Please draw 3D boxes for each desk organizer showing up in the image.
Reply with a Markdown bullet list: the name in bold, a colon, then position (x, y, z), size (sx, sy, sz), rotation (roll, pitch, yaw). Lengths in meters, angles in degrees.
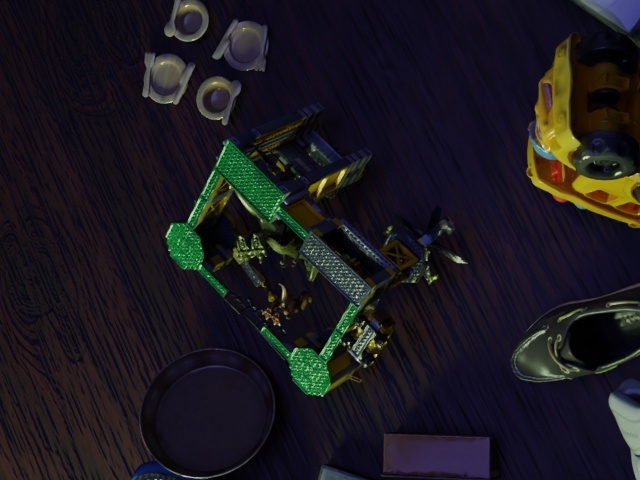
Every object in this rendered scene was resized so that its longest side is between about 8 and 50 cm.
- **desk organizer**: position (0.139, 0.248, 1.588), size (0.130, 0.047, 0.050), rotation (-1, 84, 21)

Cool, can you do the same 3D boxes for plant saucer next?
- **plant saucer**: position (-0.136, 0.213, 1.679), size (0.168, 0.029, 0.168), rotation (-4, 61, 7)

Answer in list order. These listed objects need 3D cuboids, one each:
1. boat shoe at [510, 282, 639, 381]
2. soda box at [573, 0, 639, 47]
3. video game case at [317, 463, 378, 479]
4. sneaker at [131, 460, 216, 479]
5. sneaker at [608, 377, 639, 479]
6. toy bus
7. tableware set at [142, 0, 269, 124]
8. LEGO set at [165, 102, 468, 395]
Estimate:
- **boat shoe**: position (0.287, 0.105, 1.489), size (0.228, 0.069, 0.081), rotation (-30, 88, 41)
- **soda box**: position (0.267, -0.336, 1.548), size (0.286, 0.098, 0.091), rotation (39, 101, 18)
- **video game case**: position (0.103, 0.395, 1.605), size (0.274, 0.026, 0.196), rotation (15, 92, 21)
- **sneaker**: position (-0.128, 0.317, 1.682), size (0.209, 0.082, 0.069), rotation (20, 103, 2)
- **sneaker**: position (0.412, 0.156, 1.397), size (0.292, 0.110, 0.118), rotation (-34, 82, 43)
- **toy bus**: position (0.292, -0.101, 1.458), size (0.211, 0.220, 0.149), rotation (-29, 48, 54)
- **tableware set**: position (-0.148, -0.227, 1.746), size (0.169, 0.020, 0.141), rotation (23, 95, 22)
- **LEGO set**: position (0.000, 0.000, 1.621), size (0.331, 0.192, 0.255), rotation (38, 130, 22)
